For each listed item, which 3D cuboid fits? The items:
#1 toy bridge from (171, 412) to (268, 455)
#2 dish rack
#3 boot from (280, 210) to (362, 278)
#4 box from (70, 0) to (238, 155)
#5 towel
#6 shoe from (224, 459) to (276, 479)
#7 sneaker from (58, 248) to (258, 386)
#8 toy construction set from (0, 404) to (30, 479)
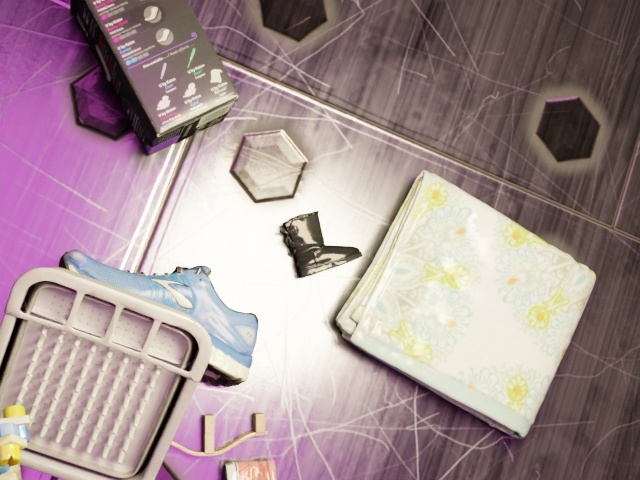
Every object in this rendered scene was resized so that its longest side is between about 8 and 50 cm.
[{"bbox_3d":[-0.174,0.302,1.626,0.188,0.026,0.063,1,86,-15],"label":"toy bridge"},{"bbox_3d":[-0.331,0.197,1.505,0.286,0.072,0.332,21,113,-10],"label":"dish rack"},{"bbox_3d":[0.000,0.000,1.701,0.121,0.045,0.099,-17,85,-15],"label":"boot"},{"bbox_3d":[-0.258,-0.290,1.601,0.143,0.165,0.270,-29,92,-16],"label":"box"},{"bbox_3d":[0.248,0.104,1.731,0.375,0.090,0.320,31,77,-10],"label":"towel"},{"bbox_3d":[-0.100,0.427,1.610,0.081,0.063,0.177,-4,80,-10],"label":"shoe"},{"bbox_3d":[-0.243,0.096,1.597,0.330,0.130,0.147,29,63,-13],"label":"sneaker"},{"bbox_3d":[-0.548,0.312,1.422,0.328,0.215,0.151,0,58,-2],"label":"toy construction set"}]
